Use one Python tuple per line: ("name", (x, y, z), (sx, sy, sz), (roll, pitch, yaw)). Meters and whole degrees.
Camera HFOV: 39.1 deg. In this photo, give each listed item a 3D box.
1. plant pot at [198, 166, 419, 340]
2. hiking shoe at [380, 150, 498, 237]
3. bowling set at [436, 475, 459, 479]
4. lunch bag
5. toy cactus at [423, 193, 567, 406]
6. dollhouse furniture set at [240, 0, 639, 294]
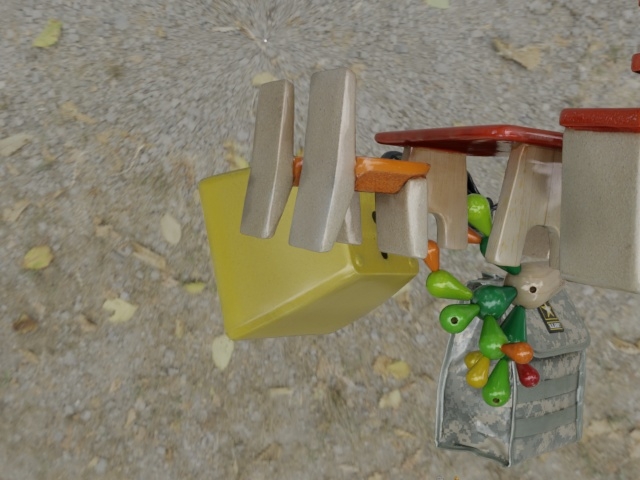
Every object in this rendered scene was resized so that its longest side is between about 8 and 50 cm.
("plant pot", (0.000, 0.000, 1.147), (0.187, 0.212, 0.212), (-20, 75, 37))
("hiking shoe", (0.205, -0.100, 1.535), (0.227, 0.086, 0.114), (35, 141, 11))
("bowling set", (0.128, 0.531, 1.482), (0.200, 0.154, 0.287), (9, 67, -22))
("lunch bag", (0.316, 0.192, 1.452), (0.235, 0.169, 0.287), (0, 93, -49))
("toy cactus", (0.192, 0.051, 0.911), (0.181, 0.112, 0.219), (-16, 90, -40))
("dollhouse furniture set", (0.121, -0.053, 0.491), (0.262, 0.259, 0.135), (4, 93, -25))
